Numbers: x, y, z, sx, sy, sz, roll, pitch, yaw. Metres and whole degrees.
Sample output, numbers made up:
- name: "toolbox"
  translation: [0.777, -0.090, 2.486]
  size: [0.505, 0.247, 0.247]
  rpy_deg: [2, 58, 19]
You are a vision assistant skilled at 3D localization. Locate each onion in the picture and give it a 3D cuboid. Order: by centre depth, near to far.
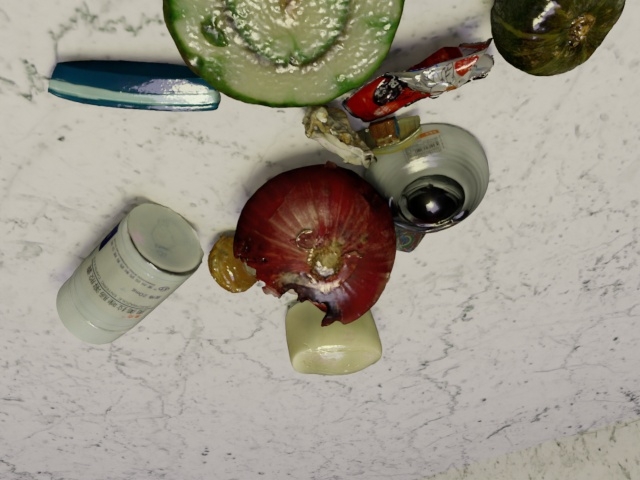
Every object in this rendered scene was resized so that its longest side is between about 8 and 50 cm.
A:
- name: "onion"
  translation: [-0.003, -0.001, 1.162]
  size: [0.340, 0.342, 0.342]
  rpy_deg: [-4, 137, -3]

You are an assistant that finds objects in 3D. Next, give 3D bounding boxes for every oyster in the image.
- name: "oyster"
  translation: [0.036, -0.200, 1.048]
  size: [0.163, 0.191, 0.081]
  rpy_deg: [29, 95, 11]

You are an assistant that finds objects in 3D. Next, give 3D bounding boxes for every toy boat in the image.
- name: "toy boat"
  translation: [-0.326, -0.273, 0.989]
  size: [0.298, 0.096, 0.062]
  rpy_deg: [2, 126, -6]
- name: "toy boat"
  translation: [0.118, -0.209, 1.126]
  size: [0.172, 0.065, 0.066]
  rpy_deg: [-11, 147, 21]

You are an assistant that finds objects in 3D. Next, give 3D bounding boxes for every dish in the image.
- name: "dish"
  translation: [0.231, -0.094, 1.199]
  size: [0.273, 0.134, 0.274]
  rpy_deg: [0, 134, 0]

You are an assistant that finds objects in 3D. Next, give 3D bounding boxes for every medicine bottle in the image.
- name: "medicine bottle"
  translation: [-0.437, 0.084, 1.277]
  size: [0.189, 0.190, 0.332]
  rpy_deg: [30, 125, -33]

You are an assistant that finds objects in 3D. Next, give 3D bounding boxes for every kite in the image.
- name: "kite"
  translation: [0.239, -0.072, 1.327]
  size: [0.152, 0.015, 0.285]
  rpy_deg: [21, 131, -29]

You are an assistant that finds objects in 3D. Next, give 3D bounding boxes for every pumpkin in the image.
- name: "pumpkin"
  translation: [0.384, -0.378, 0.919]
  size: [0.223, 0.157, 0.224]
  rpy_deg: [-18, 148, -12]

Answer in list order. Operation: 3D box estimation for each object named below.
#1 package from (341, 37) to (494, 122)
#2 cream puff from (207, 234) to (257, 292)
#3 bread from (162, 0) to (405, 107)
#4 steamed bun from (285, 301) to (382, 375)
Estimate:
- name: "package"
  translation: [0.180, -0.285, 1.014]
  size: [0.269, 0.071, 0.194]
  rpy_deg: [-16, 166, 19]
- name: "cream puff"
  translation: [-0.207, 0.058, 1.328]
  size: [0.103, 0.126, 0.144]
  rpy_deg: [-13, 130, 30]
- name: "bread"
  translation: [-0.050, -0.384, 0.877]
  size: [0.381, 0.129, 0.366]
  rpy_deg: [-23, 134, 16]
- name: "steamed bun"
  translation: [0.033, 0.248, 1.501]
  size: [0.249, 0.200, 0.155]
  rpy_deg: [-6, 136, -5]
